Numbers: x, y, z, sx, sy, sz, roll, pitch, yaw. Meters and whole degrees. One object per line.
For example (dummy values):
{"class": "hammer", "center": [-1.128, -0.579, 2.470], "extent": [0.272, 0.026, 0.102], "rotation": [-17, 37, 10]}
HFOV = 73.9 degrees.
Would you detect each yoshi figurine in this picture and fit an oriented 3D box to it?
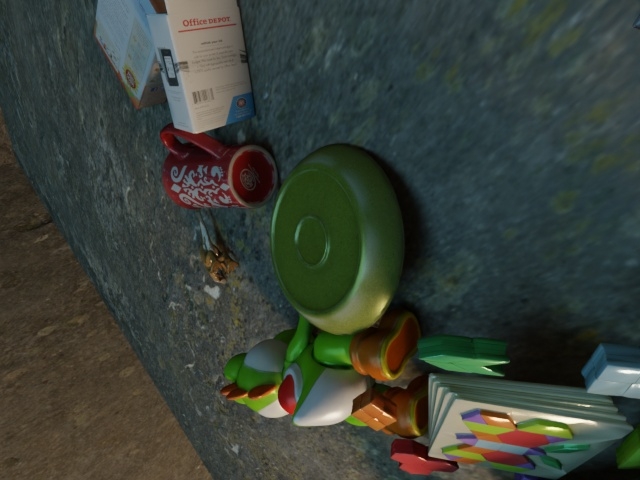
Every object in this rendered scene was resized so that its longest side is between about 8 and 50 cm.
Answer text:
{"class": "yoshi figurine", "center": [0.006, 0.191, 0.662], "extent": [0.362, 0.204, 0.203], "rotation": [-14, 144, 39]}

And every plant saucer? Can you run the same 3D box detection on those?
{"class": "plant saucer", "center": [0.000, 0.000, 0.531], "extent": [0.240, 0.037, 0.241], "rotation": [3, 94, 50]}

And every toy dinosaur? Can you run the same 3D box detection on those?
{"class": "toy dinosaur", "center": [-0.230, 0.021, 0.877], "extent": [0.112, 0.064, 0.212], "rotation": [28, 134, 38]}

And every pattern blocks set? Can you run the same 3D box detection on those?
{"class": "pattern blocks set", "center": [0.172, 0.181, 0.398], "extent": [0.285, 0.026, 0.325], "rotation": [-5, 137, 21]}

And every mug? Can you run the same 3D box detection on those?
{"class": "mug", "center": [-0.167, -0.103, 0.652], "extent": [0.169, 0.150, 0.113], "rotation": [9, 84, 43]}

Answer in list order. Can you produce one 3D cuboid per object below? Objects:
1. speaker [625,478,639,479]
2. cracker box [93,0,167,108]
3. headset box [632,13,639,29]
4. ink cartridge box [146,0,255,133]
{"class": "speaker", "center": [0.264, 0.310, 0.414], "extent": [0.131, 0.131, 0.297], "rotation": [49, 142, 15]}
{"class": "cracker box", "center": [-0.290, -0.345, 0.692], "extent": [0.232, 0.067, 0.156], "rotation": [-25, 95, 55]}
{"class": "headset box", "center": [0.228, -0.139, 0.233], "extent": [0.083, 0.032, 0.062], "rotation": [40, 140, 24]}
{"class": "ink cartridge box", "center": [-0.157, -0.247, 0.566], "extent": [0.060, 0.104, 0.180], "rotation": [24, 131, 41]}
